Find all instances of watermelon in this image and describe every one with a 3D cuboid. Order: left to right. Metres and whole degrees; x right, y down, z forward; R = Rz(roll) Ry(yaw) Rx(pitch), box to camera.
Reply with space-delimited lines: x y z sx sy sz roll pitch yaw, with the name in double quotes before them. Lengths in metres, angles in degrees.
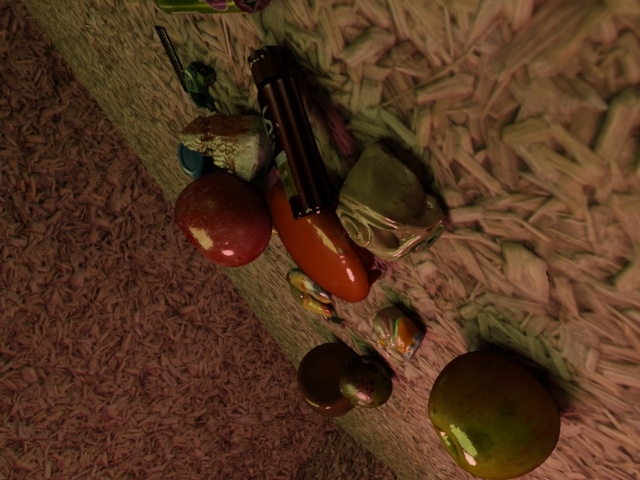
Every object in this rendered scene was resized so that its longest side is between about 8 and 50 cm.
"watermelon" -0.248 -0.259 1.041 0.242 0.094 0.153 16 122 11

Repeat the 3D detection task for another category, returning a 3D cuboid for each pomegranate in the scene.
"pomegranate" 0.164 0.546 1.505 0.202 0.202 0.247 37 131 31

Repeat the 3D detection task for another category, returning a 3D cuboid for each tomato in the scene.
"tomato" -0.248 -0.063 1.086 0.270 0.227 0.270 47 -173 -8

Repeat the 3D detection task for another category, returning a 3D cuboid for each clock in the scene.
"clock" 0.205 0.258 1.103 0.144 0.103 0.230 33 154 21

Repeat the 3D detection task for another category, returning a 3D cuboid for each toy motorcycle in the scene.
"toy motorcycle" -0.337 -0.427 1.135 0.100 0.058 0.173 41 155 10

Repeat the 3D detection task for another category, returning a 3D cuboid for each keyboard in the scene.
"keyboard" -0.444 -0.544 1.220 0.067 0.011 0.202 34 153 39

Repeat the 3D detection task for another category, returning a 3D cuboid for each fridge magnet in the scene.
"fridge magnet" 0.000 0.000 1.003 0.363 0.155 0.363 46 162 19

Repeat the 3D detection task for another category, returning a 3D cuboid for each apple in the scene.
"apple" 0.345 0.361 0.828 0.246 0.226 0.246 45 159 23

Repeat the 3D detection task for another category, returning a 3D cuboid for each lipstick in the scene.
"lipstick" 0.058 0.325 1.595 0.030 0.030 0.129 57 158 -16

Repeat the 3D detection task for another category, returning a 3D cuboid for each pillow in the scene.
"pillow" -0.039 0.193 1.525 0.214 0.086 0.233 30 150 20

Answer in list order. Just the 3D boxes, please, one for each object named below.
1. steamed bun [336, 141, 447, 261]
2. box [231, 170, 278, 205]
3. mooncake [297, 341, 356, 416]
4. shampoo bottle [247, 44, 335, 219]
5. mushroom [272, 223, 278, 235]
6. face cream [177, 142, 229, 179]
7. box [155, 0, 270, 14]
"steamed bun" 0.111 -0.045 0.746 0.211 0.144 0.218 47 159 8
"box" -0.213 -0.223 1.186 0.135 0.079 0.269 19 142 53
"mooncake" 0.047 0.596 1.711 0.285 0.284 0.155 36 156 34
"shampoo bottle" -0.060 -0.206 0.773 0.129 0.084 0.322 164 88 -74
"mushroom" -0.189 -0.048 1.378 0.302 0.232 0.208 10 175 -13
"face cream" -0.339 -0.259 1.233 0.264 0.083 0.148 -50 -43 -77
"box" -0.230 -0.499 0.752 0.346 0.097 0.134 31 149 42
